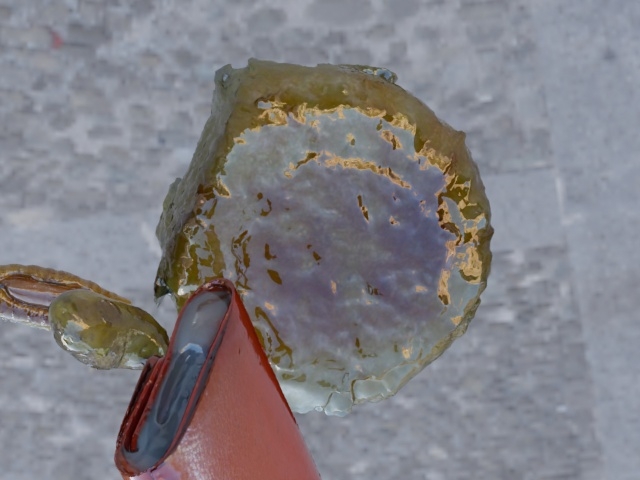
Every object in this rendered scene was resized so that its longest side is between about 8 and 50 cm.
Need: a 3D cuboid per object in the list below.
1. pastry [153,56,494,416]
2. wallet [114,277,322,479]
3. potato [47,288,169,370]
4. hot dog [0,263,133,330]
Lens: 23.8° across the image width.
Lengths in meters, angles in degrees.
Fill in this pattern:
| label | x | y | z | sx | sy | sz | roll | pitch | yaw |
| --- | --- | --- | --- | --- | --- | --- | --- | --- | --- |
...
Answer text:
| label | x | y | z | sx | sy | sz | roll | pitch | yaw |
| --- | --- | --- | --- | --- | --- | --- | --- | --- | --- |
| pastry | 0.005 | -0.004 | 1.108 | 0.235 | 0.257 | 0.121 | 20 | -177 | -13 |
| wallet | -0.047 | 0.141 | 0.864 | 0.045 | 0.142 | 0.204 | -3 | 132 | 22 |
| potato | -0.127 | 0.055 | 0.898 | 0.046 | 0.045 | 0.092 | -25 | 153 | 30 |
| hot dog | -0.198 | 0.039 | 1.063 | 0.137 | 0.044 | 0.028 | 15 | 164 | -8 |
